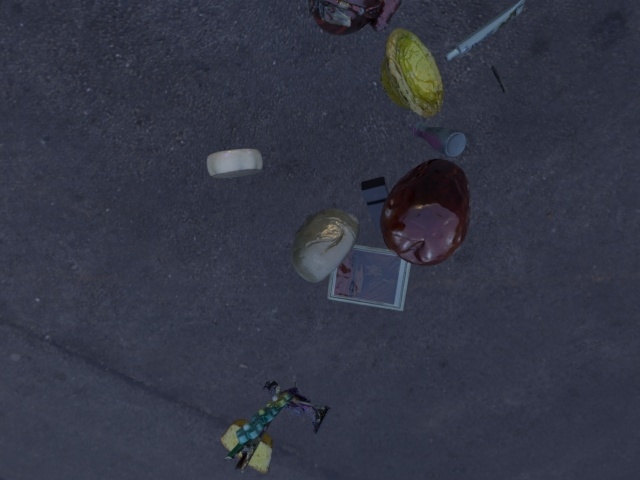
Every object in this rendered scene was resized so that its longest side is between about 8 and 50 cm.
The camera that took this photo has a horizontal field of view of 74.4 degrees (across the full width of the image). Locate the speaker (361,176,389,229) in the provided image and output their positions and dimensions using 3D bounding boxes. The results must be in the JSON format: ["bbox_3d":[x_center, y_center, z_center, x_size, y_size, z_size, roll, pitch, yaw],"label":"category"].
[{"bbox_3d":[0.206,-0.124,1.447,0.082,0.044,0.218,-14,141,15],"label":"speaker"}]

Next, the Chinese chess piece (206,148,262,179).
[{"bbox_3d":[-0.188,-0.169,0.928,0.122,0.122,0.051,-9,94,4],"label":"Chinese chess piece"}]

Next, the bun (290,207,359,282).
[{"bbox_3d":[0.000,0.000,0.936,0.113,0.173,0.166,39,147,-11],"label":"bun"}]

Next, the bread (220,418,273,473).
[{"bbox_3d":[-0.223,0.650,1.342,0.187,0.065,0.103,27,94,13],"label":"bread"}]

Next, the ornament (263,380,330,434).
[{"bbox_3d":[-0.069,0.462,1.226,0.203,0.081,0.088,37,161,7],"label":"ornament"}]

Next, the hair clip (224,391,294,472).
[{"bbox_3d":[-0.093,0.299,0.693,0.049,0.173,0.049,10,114,24],"label":"hair clip"}]

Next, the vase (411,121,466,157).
[{"bbox_3d":[0.389,-0.350,1.421,0.086,0.214,0.086,-12,121,-20],"label":"vase"}]

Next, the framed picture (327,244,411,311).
[{"bbox_3d":[0.167,0.127,1.459,0.273,0.016,0.217,8,102,8],"label":"framed picture"}]

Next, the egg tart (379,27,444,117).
[{"bbox_3d":[0.332,-0.611,1.590,0.345,0.345,0.132,42,141,-25],"label":"egg tart"}]

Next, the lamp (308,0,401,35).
[{"bbox_3d":[0.056,-0.546,0.960,0.223,0.215,0.151,8,131,-48],"label":"lamp"}]

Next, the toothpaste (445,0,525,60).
[{"bbox_3d":[0.478,-0.609,1.228,0.255,0.067,0.037,-33,76,11],"label":"toothpaste"}]

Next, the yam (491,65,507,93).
[{"bbox_3d":[0.612,-0.552,1.444,0.014,0.014,0.107,-31,112,18],"label":"yam"}]

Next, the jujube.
[{"bbox_3d":[0.286,-0.081,1.112,0.223,0.318,0.223,19,140,16],"label":"jujube"}]
